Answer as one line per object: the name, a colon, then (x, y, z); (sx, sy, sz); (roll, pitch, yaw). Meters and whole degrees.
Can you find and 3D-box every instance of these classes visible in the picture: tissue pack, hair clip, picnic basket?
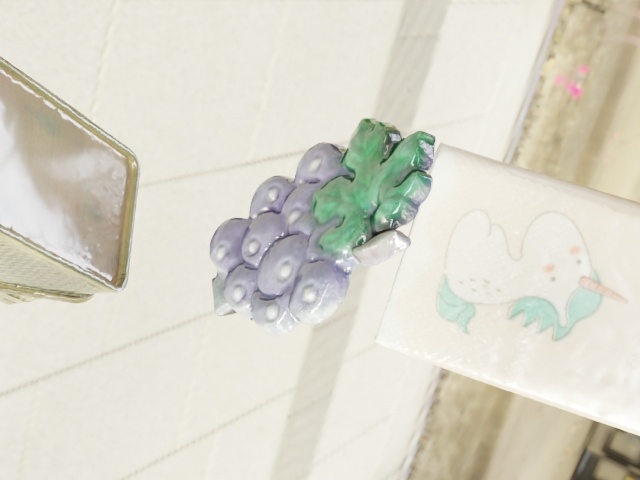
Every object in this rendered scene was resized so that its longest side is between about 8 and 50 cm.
tissue pack: (0.218, 0.051, 0.904); (0.071, 0.325, 0.170); (-6, 113, -77)
hair clip: (0.001, 0.000, 0.725); (0.052, 0.124, 0.195); (22, 136, -37)
picnic basket: (-0.298, -0.049, 1.120); (0.267, 0.139, 0.165); (37, 51, -55)
